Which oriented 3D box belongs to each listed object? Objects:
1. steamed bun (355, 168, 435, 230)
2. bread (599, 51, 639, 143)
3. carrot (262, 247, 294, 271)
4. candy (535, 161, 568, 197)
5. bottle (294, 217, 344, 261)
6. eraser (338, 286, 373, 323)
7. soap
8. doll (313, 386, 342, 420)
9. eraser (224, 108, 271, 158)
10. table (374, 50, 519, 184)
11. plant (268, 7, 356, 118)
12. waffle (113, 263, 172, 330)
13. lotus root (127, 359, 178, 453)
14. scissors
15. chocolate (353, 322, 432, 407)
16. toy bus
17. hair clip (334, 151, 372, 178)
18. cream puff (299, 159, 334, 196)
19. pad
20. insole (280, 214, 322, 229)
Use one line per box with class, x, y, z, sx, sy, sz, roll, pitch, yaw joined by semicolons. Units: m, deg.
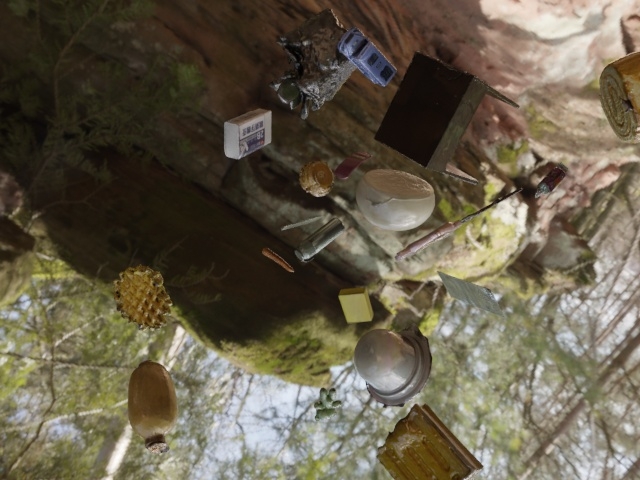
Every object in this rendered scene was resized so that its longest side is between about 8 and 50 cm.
steamed bun;0.261;-0.131;2.037;0.282;0.177;0.283;6;-152;-3
bread;0.541;-0.245;1.001;0.122;0.073;0.149;-22;-89;-82
carrot;-0.200;0.093;2.712;0.190;0.037;0.037;35;-165;16
candy;0.726;-0.189;1.790;0.043;0.175;0.045;17;144;54
bottle;0.000;0.000;2.534;0.079;0.253;0.096;10;132;58
eraser;0.126;0.230;2.022;0.045;0.097;0.123;-63;-39;-59
soap;0.352;0.713;1.863;0.143;0.259;0.281;5;-147;-45
doll;0.025;0.635;2.242;0.114;0.151;0.077;-1;-152;-19
eraser;-0.245;-0.370;1.966;0.067;0.125;0.210;15;-149;23
table;0.341;-0.317;1.524;0.281;0.251;0.196;5;-155;-48
plant;-0.024;-0.490;1.589;0.188;0.276;0.199;48;-166;10
waffle;-0.692;0.226;2.206;0.060;0.280;0.263;-7;-96;-63
lotus root;-0.516;0.495;1.757;0.146;0.131;0.303;-10;-128;-13
scissors;0.306;-0.039;1.266;0.024;0.317;0.160;61;-179;9
chocolate;0.163;0.285;1.402;0.147;0.221;0.221;45;-174;-39
toy bus;0.124;-0.477;1.486;0.167;0.073;0.076;30;-167;-42
hair clip;0.098;-0.230;1.702;0.054;0.137;0.022;26;144;35
cream puff;-0.017;-0.213;1.964;0.119;0.104;0.133;7;-124;-30
pad;0.553;0.199;2.126;0.265;0.009;0.160;21;152;53
insole;-0.070;-0.069;2.158;0.191;0.063;0.010;-17;-101;-40
